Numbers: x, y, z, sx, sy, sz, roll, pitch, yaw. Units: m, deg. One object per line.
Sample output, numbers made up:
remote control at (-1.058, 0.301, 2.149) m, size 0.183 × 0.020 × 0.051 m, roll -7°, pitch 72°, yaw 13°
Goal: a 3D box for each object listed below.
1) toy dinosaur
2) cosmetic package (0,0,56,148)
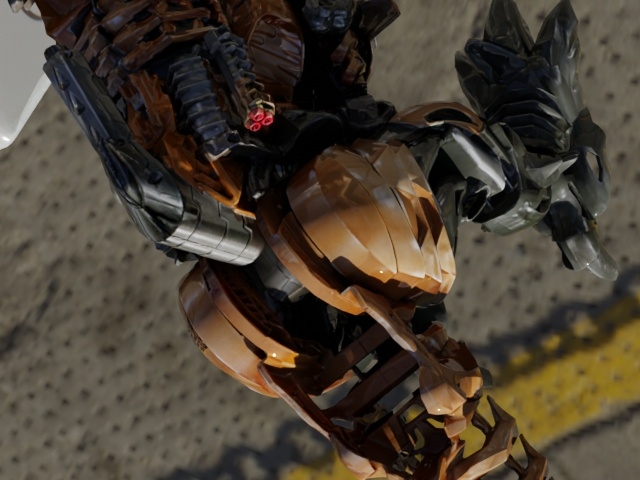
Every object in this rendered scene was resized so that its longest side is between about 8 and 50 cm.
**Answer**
toy dinosaur at (0.000, 0.000, 0.659) m, size 0.164 × 0.218 × 0.322 m, roll -17°, pitch 87°, yaw 28°
cosmetic package at (-0.275, -0.239, 0.714) m, size 0.161 × 0.230 × 0.453 m, roll -21°, pitch 123°, yaw 42°
